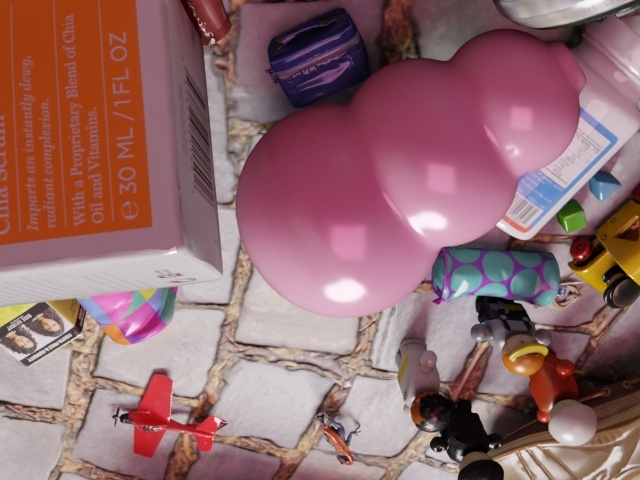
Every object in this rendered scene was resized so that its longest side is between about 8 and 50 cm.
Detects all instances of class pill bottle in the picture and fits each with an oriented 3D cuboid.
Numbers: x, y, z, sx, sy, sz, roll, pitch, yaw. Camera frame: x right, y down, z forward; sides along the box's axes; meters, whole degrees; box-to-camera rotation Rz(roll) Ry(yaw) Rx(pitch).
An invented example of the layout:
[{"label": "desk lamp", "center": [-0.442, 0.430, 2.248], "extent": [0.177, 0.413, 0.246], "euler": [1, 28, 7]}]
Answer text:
[{"label": "pill bottle", "center": [0.243, -0.118, 0.817], "extent": [0.124, 0.124, 0.221], "euler": [31, 113, -25]}]

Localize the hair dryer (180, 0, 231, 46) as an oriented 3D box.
[{"label": "hair dryer", "center": [-0.212, -0.255, 0.703], "extent": [0.294, 0.080, 0.223], "euler": [19, 135, -15]}]

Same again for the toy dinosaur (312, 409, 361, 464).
[{"label": "toy dinosaur", "center": [0.019, 0.270, 1.068], "extent": [0.047, 0.090, 0.082], "euler": [-22, 93, 23]}]

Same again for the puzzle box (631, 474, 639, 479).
[{"label": "puzzle box", "center": [0.469, 0.383, 1.171], "extent": [0.409, 0.052, 0.272], "euler": [-38, 139, 15]}]

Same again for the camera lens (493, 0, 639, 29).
[{"label": "camera lens", "center": [0.192, -0.319, 0.606], "extent": [0.219, 0.219, 0.274], "euler": [-29, 112, 10]}]

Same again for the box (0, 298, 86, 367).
[{"label": "box", "center": [-0.360, 0.032, 0.855], "extent": [0.087, 0.058, 0.232], "euler": [-30, 122, 11]}]

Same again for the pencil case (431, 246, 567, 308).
[{"label": "pencil case", "center": [0.209, 0.044, 0.950], "extent": [0.152, 0.064, 0.070], "euler": [4, 96, -11]}]

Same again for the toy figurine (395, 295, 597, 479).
[{"label": "toy figurine", "center": [0.213, 0.193, 0.997], "extent": [0.213, 0.148, 0.209], "euler": [-31, 122, 11]}]

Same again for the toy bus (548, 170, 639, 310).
[{"label": "toy bus", "center": [0.382, 0.020, 0.939], "extent": [0.191, 0.104, 0.202], "euler": [-8, 123, -4]}]

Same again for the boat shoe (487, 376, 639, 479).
[{"label": "boat shoe", "center": [0.372, 0.252, 1.078], "extent": [0.342, 0.123, 0.123], "euler": [-31, 109, 28]}]

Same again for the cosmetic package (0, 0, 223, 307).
[{"label": "cosmetic package", "center": [-0.323, -0.060, 0.654], "extent": [0.454, 0.161, 0.229], "euler": [-8, 80, 3]}]

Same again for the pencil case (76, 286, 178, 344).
[{"label": "pencil case", "center": [-0.239, 0.002, 0.834], "extent": [0.105, 0.104, 0.236], "euler": [-24, 124, 6]}]

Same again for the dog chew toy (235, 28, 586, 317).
[{"label": "dog chew toy", "center": [0.085, -0.070, 0.736], "extent": [0.332, 0.206, 0.206], "euler": [-32, 122, 18]}]

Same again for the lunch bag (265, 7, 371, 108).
[{"label": "lunch bag", "center": [-0.007, -0.178, 0.771], "extent": [0.099, 0.067, 0.065], "euler": [-23, 123, 7]}]

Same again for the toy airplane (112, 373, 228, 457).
[{"label": "toy airplane", "center": [-0.193, 0.240, 1.034], "extent": [0.151, 0.028, 0.151], "euler": [-4, 125, -6]}]
